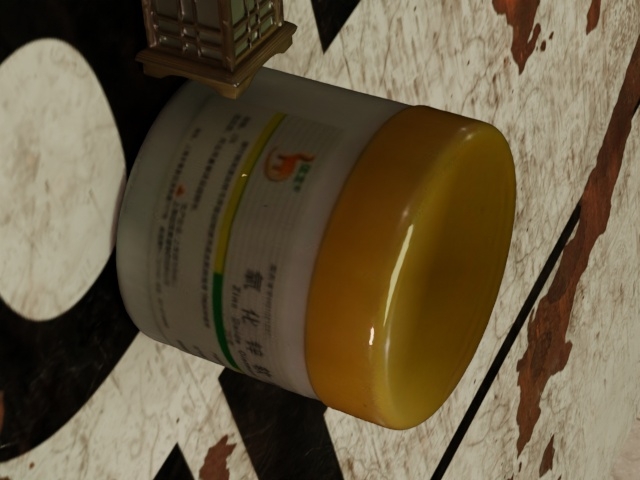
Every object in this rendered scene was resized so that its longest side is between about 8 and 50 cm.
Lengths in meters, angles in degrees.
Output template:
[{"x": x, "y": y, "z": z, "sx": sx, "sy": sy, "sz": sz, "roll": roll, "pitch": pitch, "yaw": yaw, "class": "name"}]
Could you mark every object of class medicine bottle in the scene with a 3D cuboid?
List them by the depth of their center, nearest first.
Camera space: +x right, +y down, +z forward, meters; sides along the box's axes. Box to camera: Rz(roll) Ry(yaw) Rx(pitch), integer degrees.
[{"x": 0.000, "y": 0.000, "z": 1.204, "sx": 0.238, "sy": 0.232, "sz": 0.238, "roll": -44, "pitch": 142, "yaw": -48, "class": "medicine bottle"}]

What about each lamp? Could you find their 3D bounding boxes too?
[{"x": -0.081, "y": -0.256, "z": 1.037, "sx": 0.090, "sy": 0.089, "sz": 0.325, "roll": -49, "pitch": 148, "yaw": -43, "class": "lamp"}]
